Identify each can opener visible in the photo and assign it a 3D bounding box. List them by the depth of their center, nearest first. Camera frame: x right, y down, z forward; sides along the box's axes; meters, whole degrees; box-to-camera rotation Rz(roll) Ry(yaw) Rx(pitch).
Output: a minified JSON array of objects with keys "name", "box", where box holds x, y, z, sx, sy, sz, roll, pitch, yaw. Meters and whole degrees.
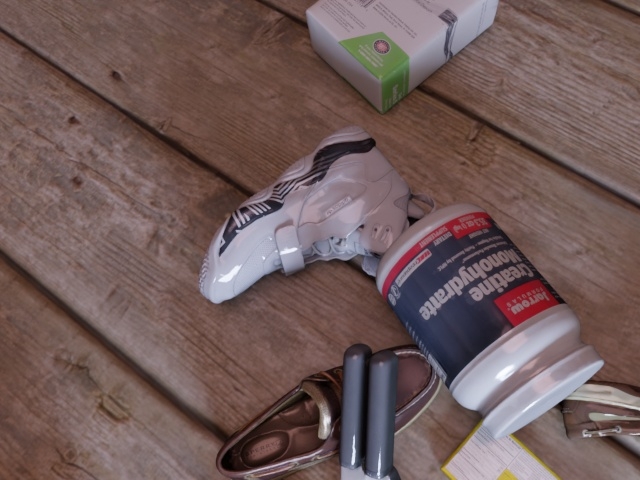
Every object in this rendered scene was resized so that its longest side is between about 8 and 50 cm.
[{"name":"can opener","box":[0.065,0.267,0.814,0.074,0.093,0.281,7,107,30]}]

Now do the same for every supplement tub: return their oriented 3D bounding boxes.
[{"name":"supplement tub","box":[0.218,0.101,0.843,0.191,0.191,0.272,-32,62,-5]}]

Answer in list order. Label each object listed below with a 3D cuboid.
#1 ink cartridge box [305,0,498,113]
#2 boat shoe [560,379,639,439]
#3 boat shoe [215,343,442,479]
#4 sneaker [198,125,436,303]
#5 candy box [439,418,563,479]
[{"name":"ink cartridge box","box":[0.142,-0.387,1.088,0.272,0.115,0.198,-39,71,-8]},{"name":"boat shoe","box":[0.455,0.247,0.834,0.257,0.095,0.095,2,72,20]},{"name":"boat shoe","box":[0.014,0.239,0.866,0.341,0.123,0.123,-23,69,-2]},{"name":"sneaker","box":[0.000,0.000,0.948,0.366,0.137,0.210,-43,68,-13]},{"name":"candy box","box":[0.273,0.345,0.848,0.105,0.027,0.206,-44,71,-12]}]
